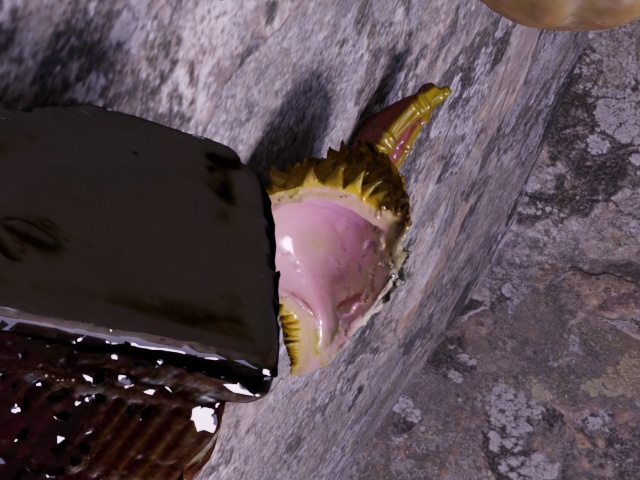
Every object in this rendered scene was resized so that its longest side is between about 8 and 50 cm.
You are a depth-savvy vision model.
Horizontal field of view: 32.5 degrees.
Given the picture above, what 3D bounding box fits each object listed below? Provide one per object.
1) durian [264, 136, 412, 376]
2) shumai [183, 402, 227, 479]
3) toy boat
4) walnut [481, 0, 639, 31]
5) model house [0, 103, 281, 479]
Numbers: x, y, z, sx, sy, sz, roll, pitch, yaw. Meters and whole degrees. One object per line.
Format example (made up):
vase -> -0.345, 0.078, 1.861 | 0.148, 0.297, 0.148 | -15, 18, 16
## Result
durian -> 0.004, -0.014, 1.193 | 0.305, 0.186, 0.195 | 107, 0, -50
shumai -> -0.153, 0.132, 0.938 | 0.209, 0.153, 0.161 | -50, 168, -46
toy boat -> 0.066, -0.063, 1.390 | 0.318, 0.099, 0.141 | -69, 167, 17
walnut -> 0.273, -0.375, 1.068 | 0.381, 0.381, 0.381 | -54, 163, -24
model house -> -0.201, 0.080, 0.649 | 0.282, 0.297, 0.317 | -56, -157, 23
